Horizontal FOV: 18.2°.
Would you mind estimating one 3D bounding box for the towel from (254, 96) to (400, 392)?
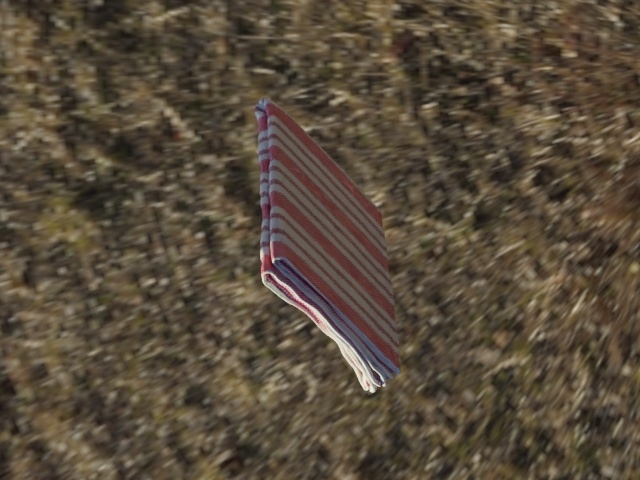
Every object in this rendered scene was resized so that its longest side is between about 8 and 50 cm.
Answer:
[{"bbox_3d":[0.000,0.000,1.411,0.029,0.197,0.144,-30,125,20],"label":"towel"}]
